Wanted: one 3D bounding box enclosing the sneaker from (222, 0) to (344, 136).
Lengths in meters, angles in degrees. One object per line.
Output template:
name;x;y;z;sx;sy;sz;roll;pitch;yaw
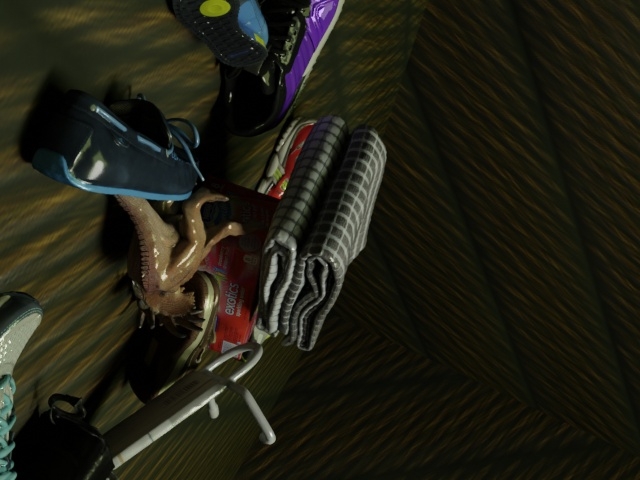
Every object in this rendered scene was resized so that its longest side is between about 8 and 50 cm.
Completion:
sneaker;-0.055;-0.254;1.084;0.146;0.102;0.293;-52;164;-59

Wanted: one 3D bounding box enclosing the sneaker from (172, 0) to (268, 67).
sneaker;-0.108;-0.259;0.901;0.209;0.069;0.082;42;39;-73

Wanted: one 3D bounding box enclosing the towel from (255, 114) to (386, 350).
towel;0.000;0.000;1.195;0.284;0.121;0.235;102;6;-57

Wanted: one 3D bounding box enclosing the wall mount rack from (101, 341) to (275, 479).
wall mount rack;-0.219;0.286;1.225;0.350;0.131;0.304;-34;-168;-21

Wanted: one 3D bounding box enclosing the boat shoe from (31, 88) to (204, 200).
boat shoe;-0.168;-0.090;0.812;0.258;0.109;0.089;-30;140;-81

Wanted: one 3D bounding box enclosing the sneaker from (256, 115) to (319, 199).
sneaker;-0.050;-0.087;1.570;0.107;0.118;0.279;-31;145;-76

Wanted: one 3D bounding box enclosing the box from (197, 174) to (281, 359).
box;-0.143;0.044;1.280;0.257;0.128;0.123;105;5;-47

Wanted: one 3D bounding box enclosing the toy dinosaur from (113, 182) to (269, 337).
toy dinosaur;-0.184;0.023;1.021;0.200;0.127;0.295;-58;166;-3

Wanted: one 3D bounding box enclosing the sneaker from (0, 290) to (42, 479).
sneaker;-0.293;0.181;0.714;0.110;0.122;0.283;83;33;-77

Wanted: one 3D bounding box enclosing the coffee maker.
coffee maker;-0.325;0.286;0.949;0.178;0.120;0.171;-60;146;-44

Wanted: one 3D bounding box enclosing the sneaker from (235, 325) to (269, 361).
sneaker;-0.106;0.074;1.562;0.147;0.145;0.385;-44;172;-36

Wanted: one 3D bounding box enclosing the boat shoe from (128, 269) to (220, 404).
boat shoe;-0.196;0.131;1.241;0.095;0.095;0.257;-14;149;-46
